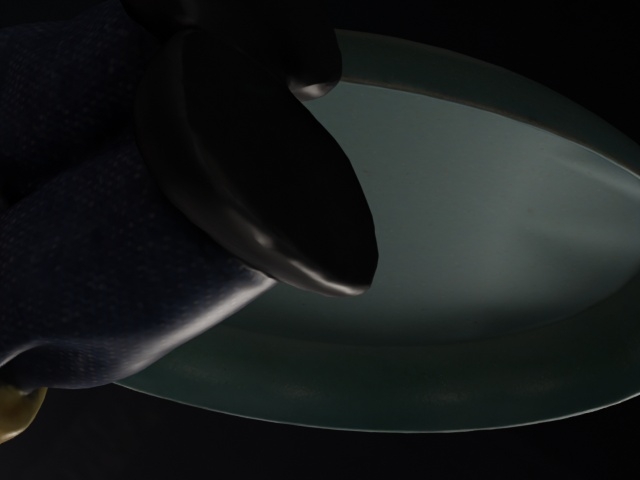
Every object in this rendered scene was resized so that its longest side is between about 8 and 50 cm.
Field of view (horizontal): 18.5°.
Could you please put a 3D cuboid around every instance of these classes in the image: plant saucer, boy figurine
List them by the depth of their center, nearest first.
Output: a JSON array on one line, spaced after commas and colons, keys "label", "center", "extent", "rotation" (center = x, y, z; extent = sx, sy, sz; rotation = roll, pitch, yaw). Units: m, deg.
[{"label": "boy figurine", "center": [-0.125, 0.008, 0.514], "extent": [0.285, 0.177, 0.092], "rotation": [-23, -31, 25]}, {"label": "plant saucer", "center": [0.000, 0.000, 0.774], "extent": [0.317, 0.317, 0.044], "rotation": [94, -177, -64]}]
